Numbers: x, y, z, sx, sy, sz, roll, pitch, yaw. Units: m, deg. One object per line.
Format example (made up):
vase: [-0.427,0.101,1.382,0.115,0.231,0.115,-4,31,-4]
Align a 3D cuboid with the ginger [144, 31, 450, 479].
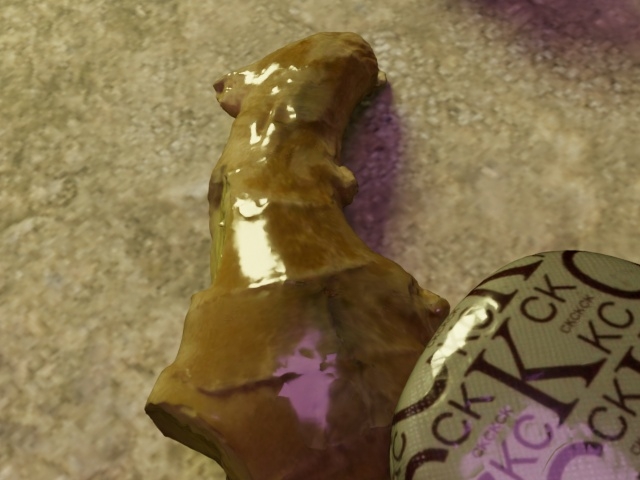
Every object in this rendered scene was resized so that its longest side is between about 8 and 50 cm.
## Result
ginger: [0.000,0.000,0.522,0.131,0.086,0.295,-3,50,11]

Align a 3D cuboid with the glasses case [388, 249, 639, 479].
glasses case: [0.187,0.128,0.381,0.354,0.085,0.137,32,63,15]
